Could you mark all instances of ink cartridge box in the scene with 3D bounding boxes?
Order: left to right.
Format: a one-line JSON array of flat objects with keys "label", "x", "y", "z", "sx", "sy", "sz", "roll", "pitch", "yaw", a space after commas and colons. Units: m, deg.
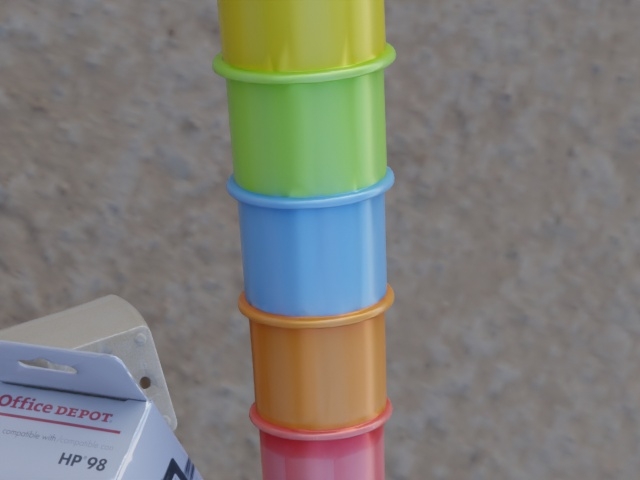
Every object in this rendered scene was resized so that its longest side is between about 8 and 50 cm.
[{"label": "ink cartridge box", "x": -0.122, "y": 0.126, "z": 1.012, "sx": 0.060, "sy": 0.104, "sz": 0.180, "roll": -68, "pitch": 150, "yaw": -31}]

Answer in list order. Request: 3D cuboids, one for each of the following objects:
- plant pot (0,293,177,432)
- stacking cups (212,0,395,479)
[{"label": "plant pot", "x": -0.152, "y": 0.101, "z": 1.316, "sx": 0.109, "sy": 0.096, "sz": 0.109, "roll": -18, "pitch": 95, "yaw": -26}, {"label": "stacking cups", "x": 0.000, "y": 0.000, "z": 0.986, "sx": 0.096, "sy": 0.096, "sz": 0.316, "roll": -14, "pitch": 108, "yaw": -30}]
